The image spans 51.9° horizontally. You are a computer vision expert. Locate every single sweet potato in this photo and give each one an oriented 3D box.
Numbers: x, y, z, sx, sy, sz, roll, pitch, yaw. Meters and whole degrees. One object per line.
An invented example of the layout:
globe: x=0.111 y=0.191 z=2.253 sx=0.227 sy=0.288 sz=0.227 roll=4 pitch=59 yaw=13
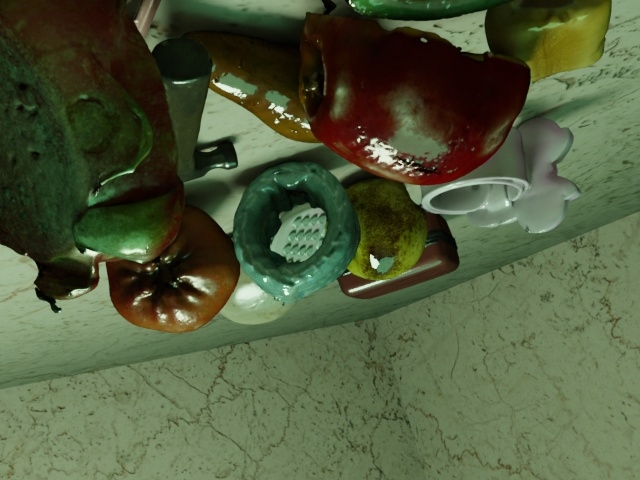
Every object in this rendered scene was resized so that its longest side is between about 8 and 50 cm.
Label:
sweet potato: x=-0.006 y=-0.164 z=0.752 sx=0.359 sy=0.112 sz=0.112 roll=-1 pitch=161 yaw=-35

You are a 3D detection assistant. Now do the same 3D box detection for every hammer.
hammer: x=-0.153 y=-0.120 z=0.722 sx=0.168 sy=0.044 sz=0.440 roll=-18 pitch=178 yaw=-14

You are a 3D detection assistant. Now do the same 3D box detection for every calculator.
calculator: x=0.000 y=0.000 z=1.357 sx=0.295 sy=0.042 sz=0.184 roll=2 pitch=115 yaw=-51

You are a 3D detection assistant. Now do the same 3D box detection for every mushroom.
mushroom: x=-0.144 y=0.075 z=1.434 sx=0.226 sy=0.178 sz=0.226 roll=-2 pitch=134 yaw=-2

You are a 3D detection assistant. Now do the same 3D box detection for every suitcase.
suitcase: x=0.190 y=0.038 z=1.674 sx=0.297 sy=0.161 sz=0.236 roll=-20 pitch=166 yaw=17

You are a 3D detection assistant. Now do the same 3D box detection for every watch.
watch: x=0.299 y=-0.114 z=1.167 sx=0.217 sy=0.210 sz=0.248 roll=10 pitch=161 yaw=-43

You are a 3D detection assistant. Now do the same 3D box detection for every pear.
pear: x=0.113 y=-0.027 z=1.265 sx=0.197 sy=0.197 sz=0.197 roll=-15 pitch=167 yaw=-4

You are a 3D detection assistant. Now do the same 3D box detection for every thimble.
thimble: x=-0.039 y=-0.009 z=1.085 sx=0.198 sy=0.235 sz=0.143 roll=12 pitch=171 yaw=10

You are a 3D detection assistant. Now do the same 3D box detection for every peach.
peach: x=0.113 y=-0.134 z=0.682 sx=0.267 sy=0.154 sz=0.159 roll=4 pitch=-158 yaw=-34

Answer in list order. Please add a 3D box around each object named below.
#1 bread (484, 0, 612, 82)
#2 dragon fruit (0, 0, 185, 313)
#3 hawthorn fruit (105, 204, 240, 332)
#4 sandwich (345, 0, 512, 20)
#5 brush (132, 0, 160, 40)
bread: x=0.258 y=-0.250 z=0.754 sx=0.134 sy=0.085 sz=0.173 roll=-12 pitch=169 yaw=17
dragon fruit: x=-0.219 y=-0.098 z=0.507 sx=0.268 sy=0.295 sz=0.130 roll=-41 pitch=-179 yaw=44
hawthorn fruit: x=-0.251 y=0.045 z=1.130 sx=0.224 sy=0.224 sz=0.261 roll=-15 pitch=-178 yaw=-5
sandwich: x=0.121 y=-0.269 z=0.565 sx=0.235 sy=0.079 sz=0.159 roll=-22 pitch=156 yaw=9
brush: x=-0.196 y=-0.181 z=0.596 sx=0.103 sy=0.047 sz=0.233 roll=-7 pitch=163 yaw=-33
